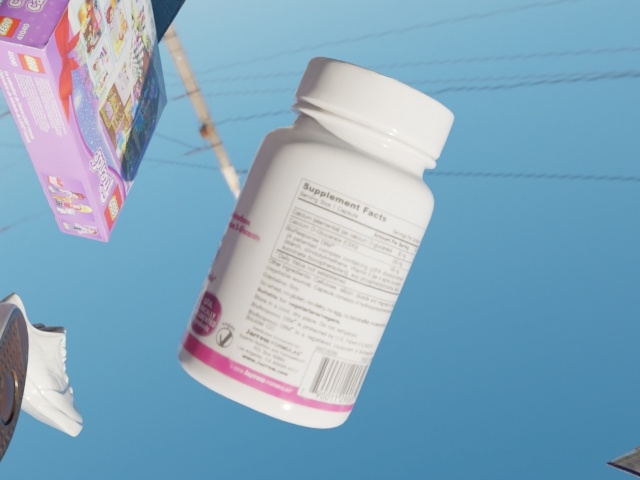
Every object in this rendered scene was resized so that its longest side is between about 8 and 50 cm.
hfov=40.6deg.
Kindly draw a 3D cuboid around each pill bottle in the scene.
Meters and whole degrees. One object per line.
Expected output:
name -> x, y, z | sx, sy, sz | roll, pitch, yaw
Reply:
pill bottle -> 0.000, 0.000, 0.743 | 0.160, 0.160, 0.283 | 24, -88, 54

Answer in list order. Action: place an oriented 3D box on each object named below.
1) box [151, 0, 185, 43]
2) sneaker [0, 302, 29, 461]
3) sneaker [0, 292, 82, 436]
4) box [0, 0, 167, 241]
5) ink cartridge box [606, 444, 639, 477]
box -> -0.277, -0.382, 1.082 | 0.079, 0.322, 0.257 | 1, -136, 13
sneaker -> -0.305, 0.154, 0.624 | 0.123, 0.105, 0.290 | 7, -136, 2
sneaker -> -0.316, 0.145, 0.991 | 0.080, 0.212, 0.094 | 13, -125, 28
box -> -0.220, -0.159, 0.836 | 0.057, 0.293, 0.200 | 12, -121, 5
ink cartridge box -> 0.619, 0.297, 1.260 | 0.371, 0.069, 0.176 | -17, -171, -21
